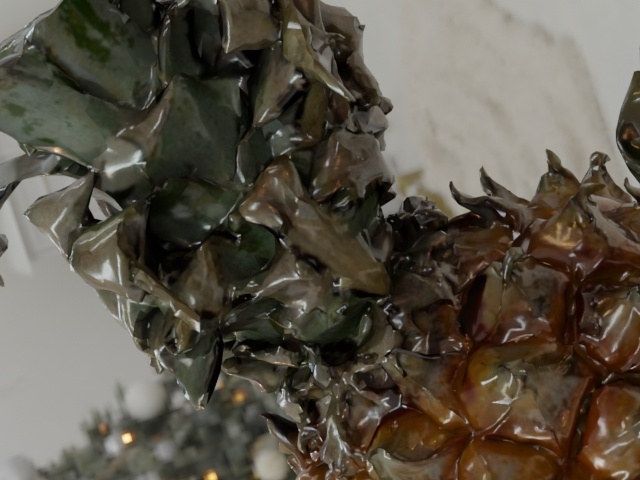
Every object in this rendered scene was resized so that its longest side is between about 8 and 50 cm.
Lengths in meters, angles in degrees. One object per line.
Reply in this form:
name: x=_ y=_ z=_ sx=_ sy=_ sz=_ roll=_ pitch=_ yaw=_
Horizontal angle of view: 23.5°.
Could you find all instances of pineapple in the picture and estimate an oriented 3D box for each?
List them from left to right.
pineapple: x=0.000 y=0.000 z=0.580 sx=0.271 sy=0.262 sz=0.262 roll=42 pitch=168 yaw=-14

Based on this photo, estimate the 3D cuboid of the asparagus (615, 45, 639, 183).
asparagus: x=0.243 y=0.013 z=0.534 sx=0.128 sy=0.382 sz=0.108 roll=-12 pitch=62 yaw=38
